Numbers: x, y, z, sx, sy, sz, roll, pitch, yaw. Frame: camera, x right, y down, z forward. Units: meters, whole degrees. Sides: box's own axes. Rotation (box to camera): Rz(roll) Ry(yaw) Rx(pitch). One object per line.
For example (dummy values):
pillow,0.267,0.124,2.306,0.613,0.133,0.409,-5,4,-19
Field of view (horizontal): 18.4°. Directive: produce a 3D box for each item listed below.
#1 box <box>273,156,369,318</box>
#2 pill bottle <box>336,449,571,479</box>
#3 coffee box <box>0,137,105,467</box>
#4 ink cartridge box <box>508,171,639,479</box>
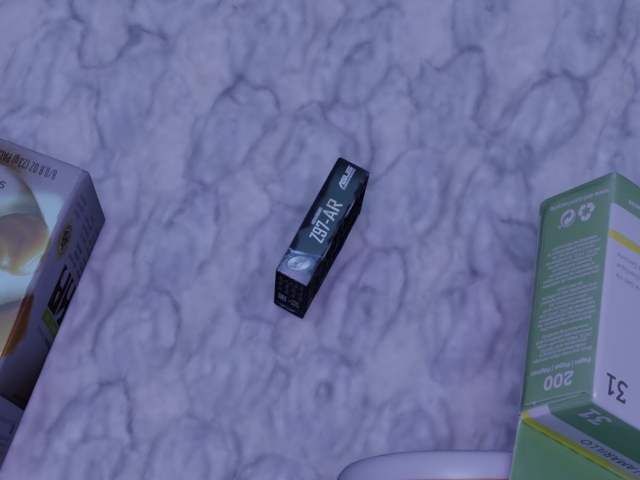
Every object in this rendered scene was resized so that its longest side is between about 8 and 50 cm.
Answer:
box,0.000,0.000,1.004,0.018,0.083,0.067,28,78,4
pill bottle,0.068,0.213,0.933,0.121,0.121,0.216,0,76,-2
coffee box,-0.219,0.065,0.974,0.141,0.098,0.246,20,76,4
ink cartridge box,0.162,0.109,0.928,0.171,0.056,0.235,30,55,-33
